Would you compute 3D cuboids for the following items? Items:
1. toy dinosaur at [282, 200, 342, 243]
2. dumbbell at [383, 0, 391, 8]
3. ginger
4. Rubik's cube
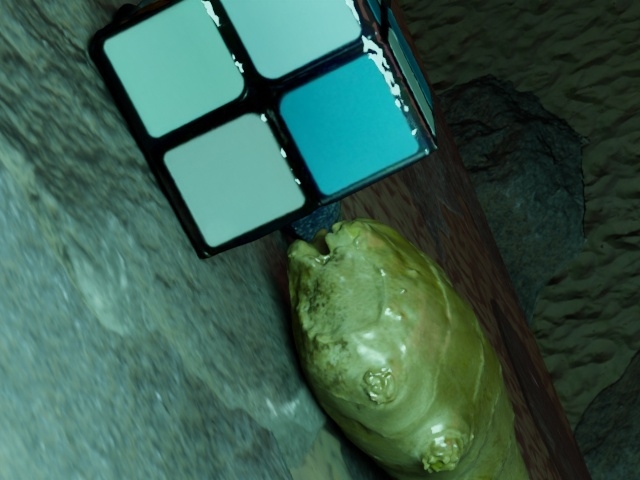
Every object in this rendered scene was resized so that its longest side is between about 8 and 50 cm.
[{"bbox_3d":[-0.022,-0.058,1.485,0.363,0.076,0.147,57,33,-33],"label":"toy dinosaur"},{"bbox_3d":[-0.032,-0.269,1.734,0.218,0.152,0.152,49,18,-59],"label":"dumbbell"},{"bbox_3d":[0.065,0.123,1.419,0.236,0.166,0.375,51,-17,33],"label":"ginger"},{"bbox_3d":[-0.033,-0.114,1.231,0.167,0.180,0.183,63,7,-14],"label":"Rubik's cube"}]
